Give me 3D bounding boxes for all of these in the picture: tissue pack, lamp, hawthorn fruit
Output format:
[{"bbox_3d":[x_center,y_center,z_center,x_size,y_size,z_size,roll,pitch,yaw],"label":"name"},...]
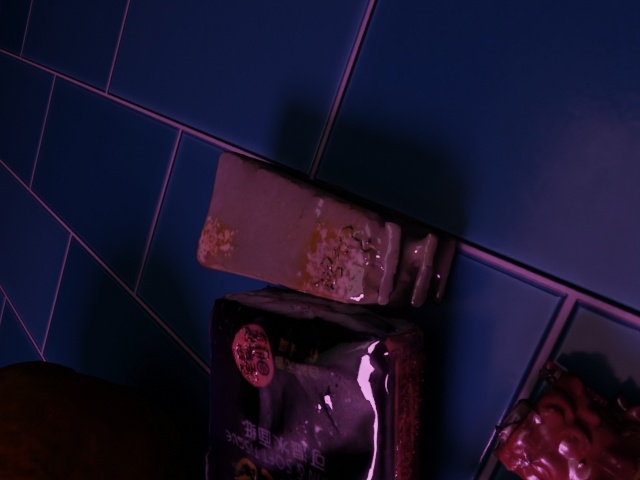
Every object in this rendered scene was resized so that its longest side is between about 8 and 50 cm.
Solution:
[{"bbox_3d":[-0.012,0.225,0.457,0.245,0.123,0.332,6,99,42],"label":"tissue pack"},{"bbox_3d":[0.238,0.197,0.289,0.253,0.118,0.118,37,109,32],"label":"lamp"},{"bbox_3d":[-0.378,0.392,0.574,0.472,0.472,0.471,-4,83,39],"label":"hawthorn fruit"}]

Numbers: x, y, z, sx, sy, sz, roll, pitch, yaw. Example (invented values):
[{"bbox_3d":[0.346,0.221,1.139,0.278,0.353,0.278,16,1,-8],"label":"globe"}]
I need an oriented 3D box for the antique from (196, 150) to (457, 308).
[{"bbox_3d":[0.000,0.000,0.487,0.284,0.125,0.150,18,98,39],"label":"antique"}]
